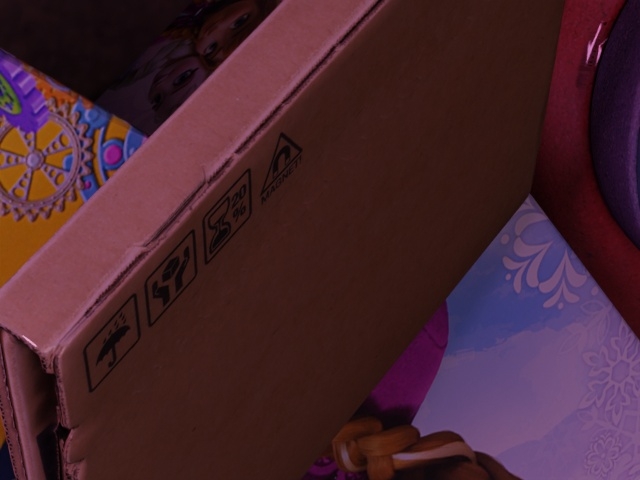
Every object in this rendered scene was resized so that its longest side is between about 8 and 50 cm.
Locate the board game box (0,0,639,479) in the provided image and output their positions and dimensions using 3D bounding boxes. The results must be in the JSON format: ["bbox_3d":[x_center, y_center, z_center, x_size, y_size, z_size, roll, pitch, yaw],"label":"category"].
[{"bbox_3d":[-0.024,0.124,0.622,0.319,0.066,0.318,-48,126,-8],"label":"board game box"}]

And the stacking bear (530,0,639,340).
[{"bbox_3d":[0.201,-0.014,0.573,0.175,0.289,0.164,-50,126,-6],"label":"stacking bear"}]

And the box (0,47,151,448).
[{"bbox_3d":[-0.240,0.026,0.379,0.279,0.177,0.290,29,91,-36],"label":"box"}]

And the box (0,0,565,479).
[{"bbox_3d":[0.000,0.000,0.458,0.201,0.021,0.164,-49,158,-30],"label":"box"}]
